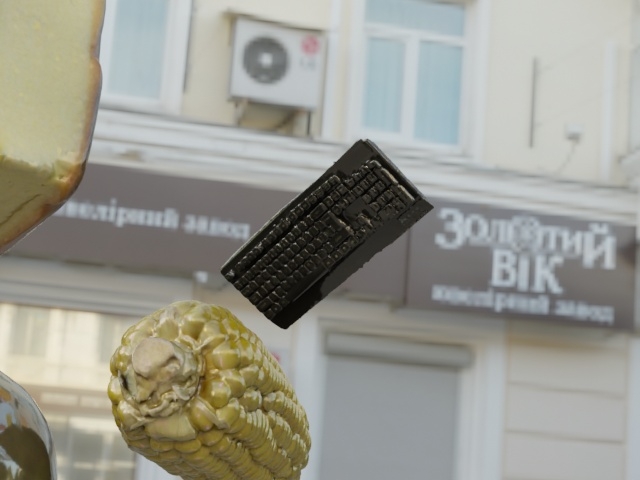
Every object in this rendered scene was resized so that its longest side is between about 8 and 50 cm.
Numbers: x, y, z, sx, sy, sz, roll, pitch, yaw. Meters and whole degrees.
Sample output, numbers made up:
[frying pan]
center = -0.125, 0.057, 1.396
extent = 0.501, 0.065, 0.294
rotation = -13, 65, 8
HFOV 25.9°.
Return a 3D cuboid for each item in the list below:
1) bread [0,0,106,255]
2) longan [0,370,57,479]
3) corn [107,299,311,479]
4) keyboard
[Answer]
[bread]
center = -0.356, -0.132, 1.386
extent = 0.143, 0.324, 0.333
rotation = 22, -36, -37
[longan]
center = -0.320, 0.182, 1.030
extent = 0.248, 0.248, 0.248
rotation = 4, -12, 1
[corn]
center = -0.081, 0.141, 1.134
extent = 0.130, 0.130, 0.347
rotation = 1, -19, 13
[keyboard]
center = -0.001, 0.001, 1.036
extent = 0.196, 0.074, 0.015
rotation = -40, 3, 42
